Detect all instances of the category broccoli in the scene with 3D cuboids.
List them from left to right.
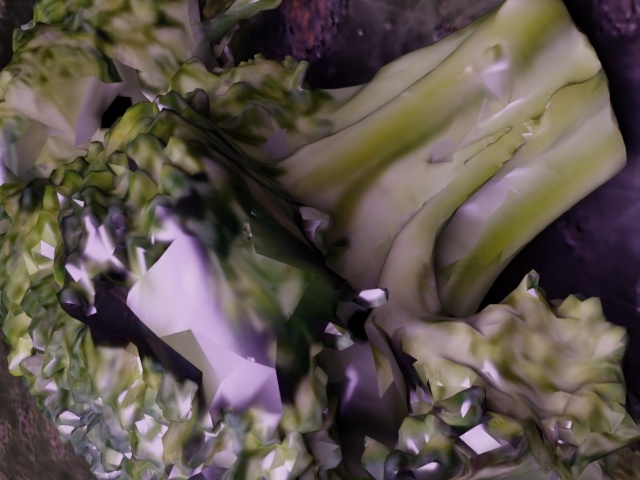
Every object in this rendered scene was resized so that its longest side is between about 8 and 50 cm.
[{"bbox_3d":[-0.012,0.022,0.665,0.318,0.338,0.277,-14,124,23],"label":"broccoli"}]
